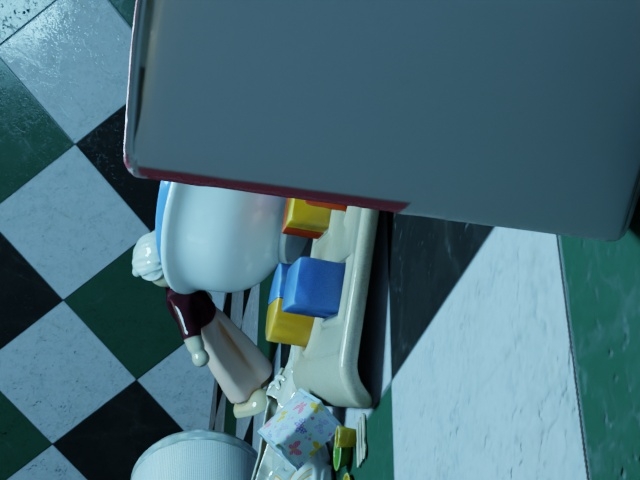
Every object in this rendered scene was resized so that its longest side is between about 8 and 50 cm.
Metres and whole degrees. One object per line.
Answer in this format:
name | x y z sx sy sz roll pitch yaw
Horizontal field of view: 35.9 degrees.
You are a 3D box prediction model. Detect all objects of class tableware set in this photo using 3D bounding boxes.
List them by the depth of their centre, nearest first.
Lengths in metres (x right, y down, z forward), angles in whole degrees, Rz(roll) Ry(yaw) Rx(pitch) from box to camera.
tableware set | 0.022 0.247 0.936 0.104 0.024 0.154 109 164 -57

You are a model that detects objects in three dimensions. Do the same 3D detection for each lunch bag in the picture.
lunch bag | -0.025 0.200 1.060 0.071 0.053 0.083 -44 20 -14

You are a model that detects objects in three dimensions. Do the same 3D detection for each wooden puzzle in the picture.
wooden puzzle | 0.000 0.000 1.056 0.322 0.081 0.347 139 136 -77

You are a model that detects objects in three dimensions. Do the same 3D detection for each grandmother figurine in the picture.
grandmother figurine | -0.195 0.125 1.627 0.342 0.104 0.208 59 178 -24

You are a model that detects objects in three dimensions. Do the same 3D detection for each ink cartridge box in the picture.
ink cartridge box | 0.023 -0.128 0.526 0.306 0.226 0.131 -104 22 -63

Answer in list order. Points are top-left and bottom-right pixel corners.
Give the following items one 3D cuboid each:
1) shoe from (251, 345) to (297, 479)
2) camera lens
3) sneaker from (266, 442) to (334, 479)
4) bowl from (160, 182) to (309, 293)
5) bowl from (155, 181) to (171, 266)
shoe | -0.046 0.221 1.248 0.076 0.058 0.219 128 152 -71
camera lens | -0.181 0.438 1.473 0.274 0.219 0.219 -97 16 -57
sneaker | -0.048 0.284 1.044 0.262 0.121 0.099 -108 26 -70
bowl | -0.080 -0.053 1.285 0.298 0.134 0.297 18 -90 -78
bowl | -0.124 -0.113 1.495 0.391 0.077 0.391 18 -90 -77
